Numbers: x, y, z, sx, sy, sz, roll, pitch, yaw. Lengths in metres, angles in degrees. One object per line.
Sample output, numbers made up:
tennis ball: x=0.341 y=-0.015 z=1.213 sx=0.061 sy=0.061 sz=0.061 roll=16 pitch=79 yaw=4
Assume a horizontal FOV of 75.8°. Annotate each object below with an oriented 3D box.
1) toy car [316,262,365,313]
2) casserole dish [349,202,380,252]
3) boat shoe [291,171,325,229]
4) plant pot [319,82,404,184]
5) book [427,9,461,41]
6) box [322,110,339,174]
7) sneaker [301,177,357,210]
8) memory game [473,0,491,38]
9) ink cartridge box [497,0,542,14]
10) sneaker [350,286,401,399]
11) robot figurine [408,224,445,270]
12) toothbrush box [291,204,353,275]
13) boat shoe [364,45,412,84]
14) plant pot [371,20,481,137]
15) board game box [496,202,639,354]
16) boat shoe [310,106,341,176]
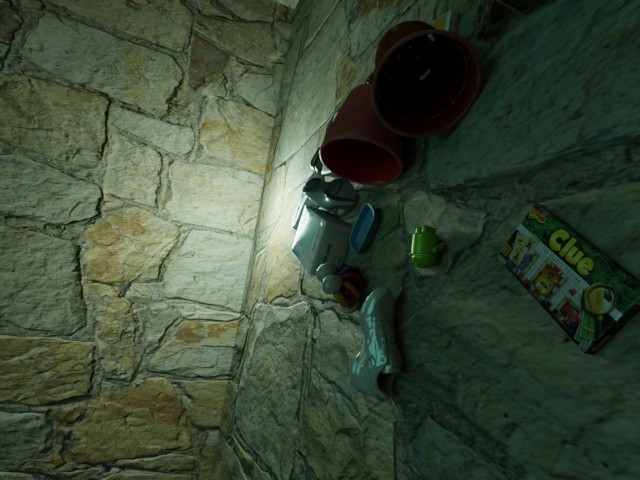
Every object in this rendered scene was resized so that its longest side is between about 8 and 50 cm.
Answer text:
toy car: x=0.082 y=0.144 z=1.401 sx=0.136 sy=0.159 sz=0.182 roll=-37 pitch=30 yaw=5
casserole dish: x=0.155 y=-0.040 z=1.434 sx=0.114 sy=0.037 sz=0.188 roll=-115 pitch=44 yaw=-58
boat shoe: x=-0.041 y=-0.182 z=1.925 sx=0.302 sy=0.094 sz=0.109 roll=-66 pitch=27 yaw=13
plant pot: x=0.154 y=-0.350 z=1.338 sx=0.275 sy=0.275 sz=0.242 roll=-29 pitch=43 yaw=63
book: x=0.361 y=-0.628 z=1.259 sx=0.144 sy=0.035 sz=0.096 roll=-150 pitch=72 yaw=-69
box: x=0.121 y=-0.374 z=1.583 sx=0.231 sy=0.127 sz=0.261 roll=-172 pitch=94 yaw=-69
sneaker: x=0.053 y=-0.181 z=1.682 sx=0.111 sy=0.129 sz=0.297 roll=-49 pitch=36 yaw=-16
memory game: x=0.411 y=-0.606 z=1.029 sx=0.186 sy=0.012 sz=0.185 roll=9 pitch=-90 yaw=-84
ink cartridge box: x=0.488 y=-0.649 z=0.873 sx=0.193 sy=0.088 sz=0.234 roll=-5 pitch=73 yaw=66
sneaker: x=0.178 y=0.284 z=1.136 sx=0.152 sy=0.114 sz=0.304 roll=7 pitch=89 yaw=55
robot figurine: x=0.271 y=0.021 z=1.068 sx=0.101 sy=0.067 sz=0.115 roll=-16 pitch=63 yaw=57
toothbrush box: x=0.000 y=0.000 z=1.675 sx=0.295 sy=0.126 sz=0.216 roll=-136 pitch=62 yaw=-66
boat shoe: x=0.256 y=-0.601 z=1.429 sx=0.123 sy=0.123 sz=0.342 roll=-54 pitch=-3 yaw=-31
plant pot: x=0.263 y=-0.466 z=1.131 sx=0.264 sy=0.273 sz=0.272 roll=-91 pitch=24 yaw=-50
board game box: x=0.424 y=0.055 z=0.722 sx=0.136 sy=0.031 sz=0.259 roll=-63 pitch=25 yaw=27
boat shoe: x=0.073 y=-0.423 z=1.790 sx=0.104 sy=0.111 sz=0.307 roll=39 pitch=111 yaw=38
